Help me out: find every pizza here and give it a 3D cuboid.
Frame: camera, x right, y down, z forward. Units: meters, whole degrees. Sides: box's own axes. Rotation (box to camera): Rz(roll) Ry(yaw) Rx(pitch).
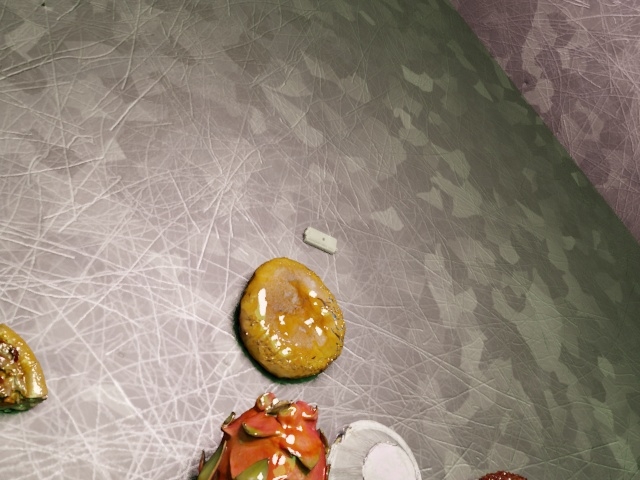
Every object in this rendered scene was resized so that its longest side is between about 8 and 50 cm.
[{"bbox_3d":[-0.526,0.212,0.946,0.194,0.069,0.154,-26,80,-43],"label":"pizza"}]

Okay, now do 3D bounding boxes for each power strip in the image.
[{"bbox_3d":[0.000,0.000,1.475,0.090,0.016,0.040,24,52,-19],"label":"power strip"}]

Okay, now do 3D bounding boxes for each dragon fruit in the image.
[{"bbox_3d":[-0.089,0.379,1.047,0.224,0.224,0.226,24,57,-20],"label":"dragon fruit"}]

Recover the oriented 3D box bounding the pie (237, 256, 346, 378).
[{"bbox_3d":[-0.054,0.156,1.306,0.274,0.069,0.273,18,56,-29],"label":"pie"}]

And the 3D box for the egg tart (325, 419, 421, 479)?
[{"bbox_3d":[0.112,0.460,1.209,0.234,0.094,0.234,17,55,-27],"label":"egg tart"}]

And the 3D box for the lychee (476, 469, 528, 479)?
[{"bbox_3d":[0.366,0.562,1.266,0.188,0.188,0.187,17,54,-25],"label":"lychee"}]
